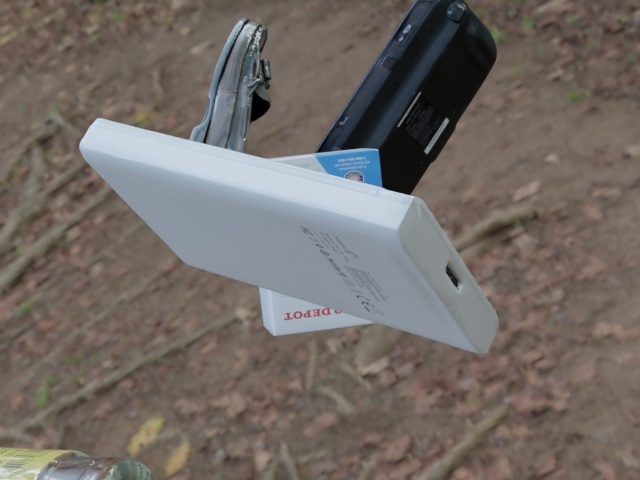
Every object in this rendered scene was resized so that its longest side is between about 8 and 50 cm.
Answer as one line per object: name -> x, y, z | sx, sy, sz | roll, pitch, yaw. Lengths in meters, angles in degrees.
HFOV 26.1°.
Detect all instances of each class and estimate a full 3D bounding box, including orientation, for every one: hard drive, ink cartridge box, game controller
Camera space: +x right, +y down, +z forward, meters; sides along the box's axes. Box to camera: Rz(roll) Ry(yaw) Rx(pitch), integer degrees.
hard drive -> -0.025, -0.004, 1.109 | 0.308, 0.203, 0.040 | 16, 68, 33
ink cartridge box -> 0.000, 0.000, 1.511 | 0.140, 0.190, 0.082 | -7, 4, -10
game controller -> 0.111, -0.167, 1.787 | 0.067, 0.166, 0.319 | 29, 83, 39

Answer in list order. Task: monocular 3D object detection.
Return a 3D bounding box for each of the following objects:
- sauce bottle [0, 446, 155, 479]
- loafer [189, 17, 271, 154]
sauce bottle -> -0.248, 0.154, 0.707 | 0.344, 0.111, 0.111 | 1, 35, 21
loafer -> -0.098, -0.150, 1.685 | 0.084, 0.096, 0.267 | 14, 64, 7
